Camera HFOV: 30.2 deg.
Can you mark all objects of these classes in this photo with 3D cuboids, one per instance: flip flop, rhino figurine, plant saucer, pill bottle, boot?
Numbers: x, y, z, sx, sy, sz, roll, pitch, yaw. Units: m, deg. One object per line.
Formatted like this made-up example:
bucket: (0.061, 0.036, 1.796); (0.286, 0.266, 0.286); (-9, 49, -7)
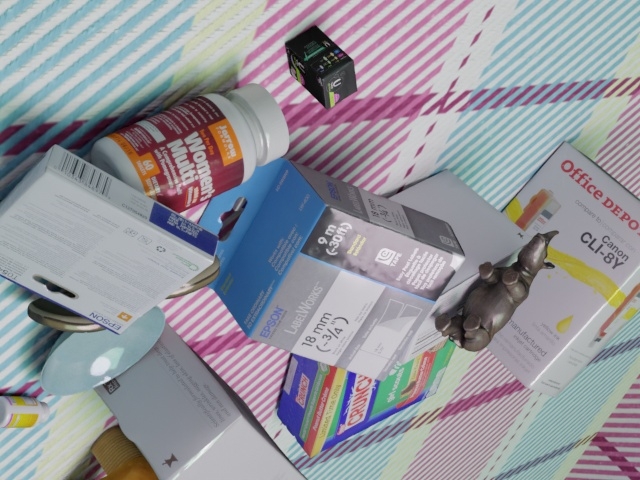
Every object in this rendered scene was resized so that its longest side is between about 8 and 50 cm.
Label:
flip flop: (-0.256, 0.049, 1.549); (0.277, 0.112, 0.080); (-19, 116, -31)
rhino figurine: (0.279, 0.072, 1.806); (0.243, 0.073, 0.106); (-47, 148, -6)
plant saucer: (-0.307, 0.139, 1.637); (0.195, 0.037, 0.195); (-32, 156, -16)
pill bottle: (-0.155, -0.106, 1.439); (0.221, 0.121, 0.121); (-27, 146, -25)
boot: (-0.330, 0.459, 1.851); (0.104, 0.211, 0.295); (6, 124, -52)
pill bottle: (-0.416, 0.238, 1.640); (0.043, 0.043, 0.083); (-53, 148, 16)

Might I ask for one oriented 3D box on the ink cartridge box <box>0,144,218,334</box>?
ink cartridge box: (-0.268, 0.006, 1.380); (0.223, 0.045, 0.224); (31, 137, -25)

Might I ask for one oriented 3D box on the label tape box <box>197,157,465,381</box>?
label tape box: (-0.006, 0.038, 1.651); (0.334, 0.106, 0.240); (20, 117, -21)

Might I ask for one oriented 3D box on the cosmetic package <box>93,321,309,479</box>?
cosmetic package: (-0.176, 0.308, 1.847); (0.156, 0.217, 0.385); (-40, 152, -7)

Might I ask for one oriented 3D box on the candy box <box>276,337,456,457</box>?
candy box: (0.096, 0.214, 2.136); (0.317, 0.122, 0.268); (-20, 143, -33)

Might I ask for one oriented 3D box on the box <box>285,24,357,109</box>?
box: (0.001, -0.221, 1.517); (0.052, 0.083, 0.062); (-34, 149, -15)

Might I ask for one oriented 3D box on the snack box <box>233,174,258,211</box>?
snack box: (-0.049, -0.063, 1.705); (0.178, 0.022, 0.064); (8, 123, -47)

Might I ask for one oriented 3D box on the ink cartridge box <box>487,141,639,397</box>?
ink cartridge box: (0.444, 0.053, 2.193); (0.384, 0.279, 0.160); (-50, 148, 10)

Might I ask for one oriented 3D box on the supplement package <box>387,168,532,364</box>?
supplement package: (0.170, 0.036, 1.902); (0.262, 0.204, 0.145); (-26, 147, -36)
